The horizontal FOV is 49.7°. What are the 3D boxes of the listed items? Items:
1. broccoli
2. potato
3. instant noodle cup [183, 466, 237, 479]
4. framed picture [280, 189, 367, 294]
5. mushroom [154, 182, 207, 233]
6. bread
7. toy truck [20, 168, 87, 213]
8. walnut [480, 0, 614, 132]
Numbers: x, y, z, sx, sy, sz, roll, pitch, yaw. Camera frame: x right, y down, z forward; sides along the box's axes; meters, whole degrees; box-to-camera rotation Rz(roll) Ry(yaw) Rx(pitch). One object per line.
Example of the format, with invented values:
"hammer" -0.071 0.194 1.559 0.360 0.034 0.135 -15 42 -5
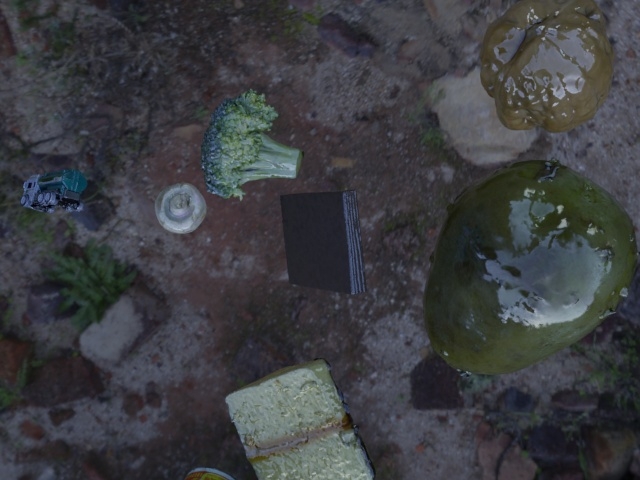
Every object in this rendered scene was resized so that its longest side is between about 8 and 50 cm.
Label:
"broccoli" -0.161 -0.223 1.662 0.243 0.247 0.263 14 97 1
"potato" 0.274 0.047 1.012 0.359 0.219 0.270 -54 53 44
"instant noodle cup" -0.234 0.557 1.307 0.193 0.212 0.193 8 125 11
"framed picture" 0.000 0.000 0.909 0.168 0.023 0.128 3 100 60
"mushroom" -0.225 -0.053 1.114 0.083 0.067 0.084 1 74 -2
"bread" -0.005 0.364 1.361 0.236 0.198 0.264 -27 86 32
"toy truck" -0.291 -0.054 0.754 0.083 0.039 0.044 -1 77 39
"walnut" 0.399 -0.303 1.213 0.224 0.257 0.257 46 124 31
